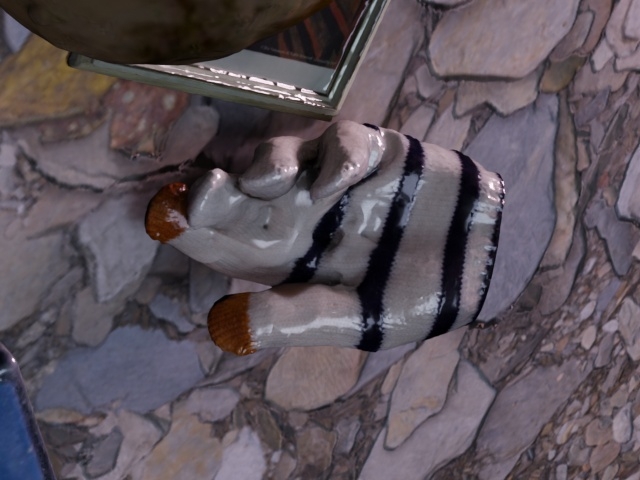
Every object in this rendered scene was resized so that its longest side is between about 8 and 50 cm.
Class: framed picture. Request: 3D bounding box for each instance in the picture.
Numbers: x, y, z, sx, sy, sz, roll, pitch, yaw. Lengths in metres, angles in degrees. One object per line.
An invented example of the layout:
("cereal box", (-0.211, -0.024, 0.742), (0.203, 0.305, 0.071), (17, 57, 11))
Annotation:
("framed picture", (-0.007, -0.199, 1.036), (0.216, 0.016, 0.273), (7, 115, -46))

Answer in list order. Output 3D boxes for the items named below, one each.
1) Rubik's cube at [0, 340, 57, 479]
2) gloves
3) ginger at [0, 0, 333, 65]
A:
("Rubik's cube", (-0.258, 0.120, 0.894), (0.205, 0.207, 0.205), (-30, 135, -22))
("gloves", (-0.001, -0.010, 1.125), (0.219, 0.131, 0.140), (11, 117, -14))
("ginger", (-0.020, -0.189, 0.832), (0.245, 0.155, 0.304), (1, 157, -35))
